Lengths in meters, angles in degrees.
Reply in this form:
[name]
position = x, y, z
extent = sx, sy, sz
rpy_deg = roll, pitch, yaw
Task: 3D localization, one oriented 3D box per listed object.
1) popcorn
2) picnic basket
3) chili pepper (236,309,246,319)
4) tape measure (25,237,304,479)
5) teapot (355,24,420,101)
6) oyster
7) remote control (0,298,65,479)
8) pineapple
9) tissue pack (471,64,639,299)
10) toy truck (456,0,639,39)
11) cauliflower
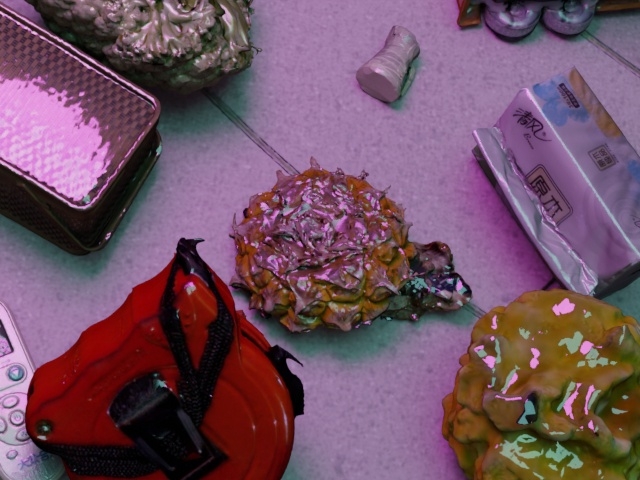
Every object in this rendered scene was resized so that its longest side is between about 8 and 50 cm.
[popcorn]
position = 0.239, 0.167, 1.590
extent = 0.249, 0.225, 0.249
rpy_deg = -5, 63, 11
[picnic basket]
position = -0.308, -0.117, 1.639
extent = 0.267, 0.139, 0.165
rpy_deg = 31, 66, 1
[chili pepper]
position = -0.156, 0.127, 1.607
extent = 0.192, 0.084, 0.086
rpy_deg = -8, 38, -17
[tape measure]
position = -0.141, 0.164, 1.512
extent = 0.253, 0.114, 0.260
rpy_deg = -38, 109, 7
[teapot]
position = 0.086, -0.205, 1.805
extent = 0.067, 0.057, 0.083
rpy_deg = 50, 57, -32
[oyster]
position = 0.088, 0.039, 1.709
extent = 0.148, 0.051, 0.103
rpy_deg = -13, 64, -5
[remote control]
position = -0.324, 0.155, 1.582
extent = 0.078, 0.042, 0.221
rpy_deg = -22, 74, -18
[pineapple]
position = 0.000, 0.000, 1.666
extent = 0.225, 0.076, 0.224
rpy_deg = -1, 62, 3
[tissue pack]
position = 0.267, -0.046, 1.713
extent = 0.145, 0.159, 0.229
rpy_deg = -26, 76, -27
[toy truck]
position = 0.345, -0.384, 1.864
extent = 0.388, 0.173, 0.206
rpy_deg = -7, 62, -12
[cauliflower]
position = -0.175, -0.293, 1.664
extent = 0.272, 0.275, 0.250
rpy_deg = 32, 107, 4
